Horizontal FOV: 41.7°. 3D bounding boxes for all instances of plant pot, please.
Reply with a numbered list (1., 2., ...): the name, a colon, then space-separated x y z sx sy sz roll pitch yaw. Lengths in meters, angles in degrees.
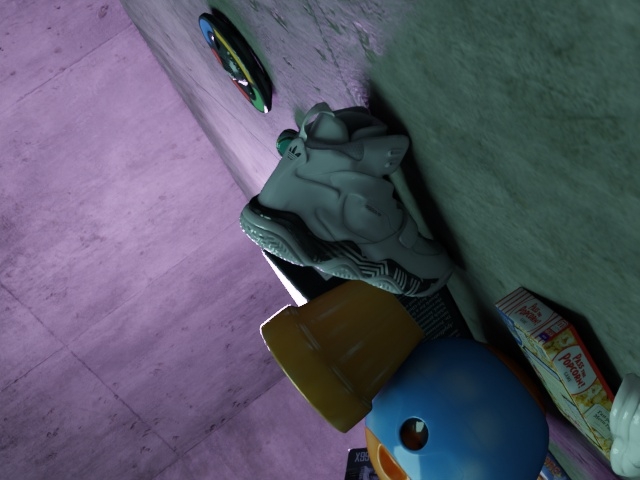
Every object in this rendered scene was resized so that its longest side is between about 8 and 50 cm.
1. plant pot: 0.046 0.150 1.263 0.205 0.188 0.205 51 -178 -3

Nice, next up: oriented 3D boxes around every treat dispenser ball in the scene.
1. treat dispenser ball: 0.214 0.297 1.330 0.288 0.288 0.288 52 173 9

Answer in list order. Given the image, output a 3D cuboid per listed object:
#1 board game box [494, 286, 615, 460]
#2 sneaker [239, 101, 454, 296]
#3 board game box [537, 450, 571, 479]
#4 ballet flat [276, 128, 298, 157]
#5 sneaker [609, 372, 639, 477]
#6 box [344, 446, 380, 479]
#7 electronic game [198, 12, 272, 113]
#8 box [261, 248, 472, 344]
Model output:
1. board game box: 0.302 0.164 1.034 0.193 0.045 0.147 56 180 -19
2. sneaker: 0.081 -0.053 1.161 0.365 0.210 0.137 15 -161 -36
3. board game box: 0.430 0.438 1.639 0.201 0.035 0.136 53 173 0
4. ballet flat: -0.028 -0.152 1.712 0.070 0.070 0.188 43 166 55
5. sneaker: 0.363 0.215 0.888 0.094 0.080 0.212 18 160 31
6. box: 0.184 0.468 1.459 0.242 0.307 0.076 -78 -31 -47
7. electronic game: -0.169 -0.349 1.663 0.229 0.048 0.229 52 173 9
8. box: 0.112 0.147 1.585 0.293 0.212 0.395 43 167 54
